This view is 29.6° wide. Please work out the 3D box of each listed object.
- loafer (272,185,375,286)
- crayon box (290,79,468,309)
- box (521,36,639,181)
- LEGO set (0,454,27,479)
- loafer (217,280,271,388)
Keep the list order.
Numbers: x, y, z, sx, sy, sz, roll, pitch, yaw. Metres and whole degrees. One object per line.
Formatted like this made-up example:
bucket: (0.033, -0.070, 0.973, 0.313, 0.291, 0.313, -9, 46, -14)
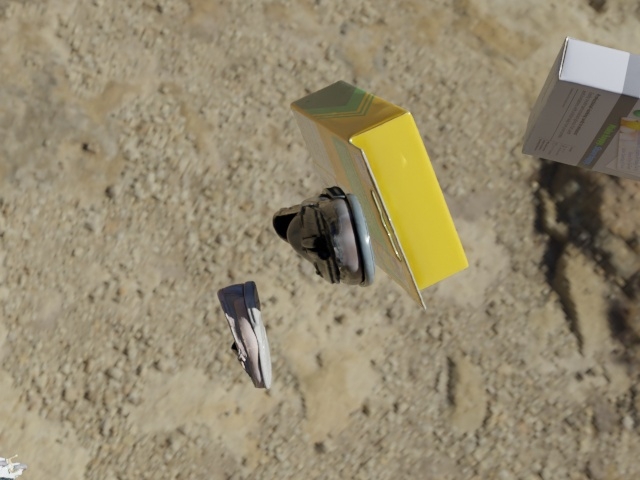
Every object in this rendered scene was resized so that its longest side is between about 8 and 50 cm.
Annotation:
loafer: (0.000, 0.000, 1.246, 0.084, 0.267, 0.096, -11, 98, -4)
crayon box: (0.072, -0.065, 1.446, 0.083, 0.323, 0.203, -25, 110, -7)
box: (0.254, -0.083, 0.894, 0.186, 0.145, 0.038, 13, 74, 2)
LEGO set: (-0.354, 0.394, 1.379, 0.132, 0.107, 0.287, 37, 32, -58)
loafer: (-0.076, 0.097, 1.234, 0.039, 0.125, 0.045, -5, 28, 5)
